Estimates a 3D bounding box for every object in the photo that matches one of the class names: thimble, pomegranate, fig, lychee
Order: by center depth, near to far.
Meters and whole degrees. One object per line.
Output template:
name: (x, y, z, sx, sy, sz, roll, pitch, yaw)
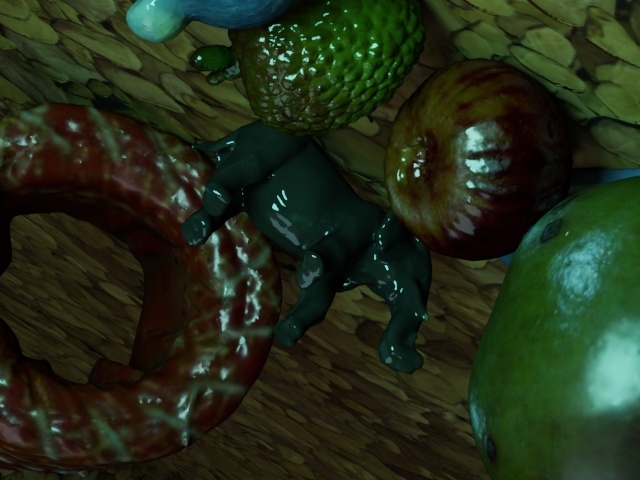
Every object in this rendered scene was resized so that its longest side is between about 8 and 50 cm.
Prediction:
pomegranate: (0.233, 0.079, 1.060, 0.291, 0.291, 0.323, 32, -171, -4)
lychee: (-0.008, -0.122, 1.078, 0.146, 0.114, 0.114, -15, 151, 7)
fig: (0.108, -0.040, 1.108, 0.128, 0.128, 0.150, 11, 154, 49)
thimble: (-0.228, 0.056, 1.615, 0.350, 0.350, 0.230, 34, 164, -10)

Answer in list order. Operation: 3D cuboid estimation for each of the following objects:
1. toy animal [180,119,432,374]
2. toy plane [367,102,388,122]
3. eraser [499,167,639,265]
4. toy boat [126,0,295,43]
toy animal: (0.004, -0.001, 1.373, 0.114, 0.146, 0.245, -31, 100, 39)
toy plane: (0.011, -0.125, 1.189, 0.060, 0.037, 0.145, 32, 171, 35)
eraser: (0.183, -0.013, 1.211, 0.082, 0.036, 0.225, 41, 161, -24)
toy boat: (-0.148, -0.227, 0.956, 0.330, 0.123, 0.215, 39, 172, -19)
